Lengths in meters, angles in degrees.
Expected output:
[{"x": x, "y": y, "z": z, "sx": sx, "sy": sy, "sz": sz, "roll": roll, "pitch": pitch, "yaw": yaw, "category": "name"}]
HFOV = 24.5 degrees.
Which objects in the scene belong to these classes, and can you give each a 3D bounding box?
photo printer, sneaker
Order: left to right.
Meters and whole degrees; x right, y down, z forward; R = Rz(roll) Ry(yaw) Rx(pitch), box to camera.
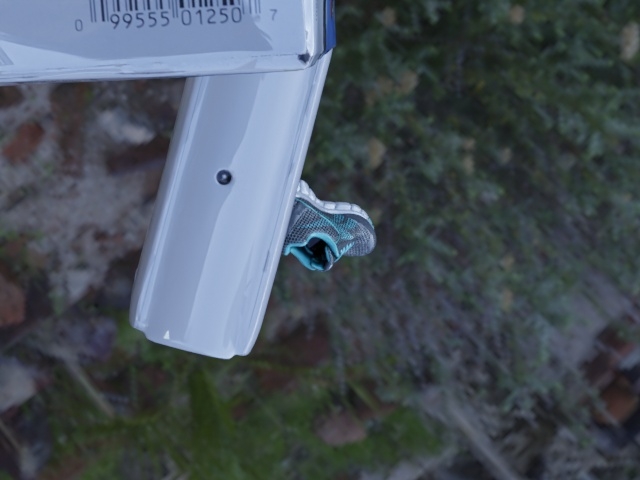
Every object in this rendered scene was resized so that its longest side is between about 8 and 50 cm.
[{"x": -0.070, "y": -0.069, "z": 1.199, "sx": 0.256, "sy": 0.107, "sz": 0.308, "roll": -173, "pitch": -83, "yaw": -84, "category": "photo printer"}, {"x": 0.000, "y": 0.000, "z": 1.403, "sx": 0.065, "sy": 0.076, "sz": 0.166, "roll": -33, "pitch": 149, "yaw": 27, "category": "sneaker"}]

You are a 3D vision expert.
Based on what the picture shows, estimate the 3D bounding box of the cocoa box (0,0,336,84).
[{"x": -0.170, "y": -0.193, "z": 0.729, "sx": 0.228, "sy": 0.347, "sz": 0.232, "roll": -69, "pitch": 156, "yaw": -81, "category": "cocoa box"}]
